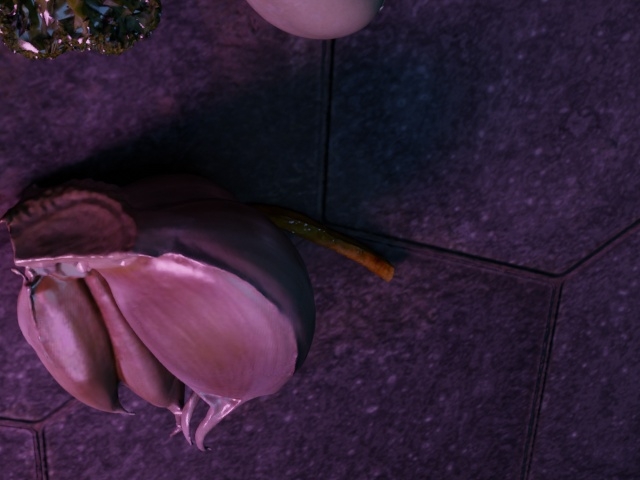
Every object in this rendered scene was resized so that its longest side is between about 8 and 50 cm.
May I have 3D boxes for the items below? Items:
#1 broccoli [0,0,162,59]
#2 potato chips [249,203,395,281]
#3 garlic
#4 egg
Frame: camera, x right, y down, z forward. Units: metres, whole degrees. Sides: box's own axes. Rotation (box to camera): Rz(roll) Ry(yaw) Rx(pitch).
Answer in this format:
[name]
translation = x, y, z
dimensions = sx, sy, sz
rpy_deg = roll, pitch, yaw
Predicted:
[broccoli]
translation = -0.190, -0.213, 1.266
dimensions = 0.145, 0.138, 0.162
rpy_deg = -11, 93, -16
[potato chips]
translation = 0.000, 0.000, 1.632
dimensions = 0.204, 0.026, 0.037
rpy_deg = 19, 119, -41
[garlic]
translation = -0.132, 0.058, 1.482
dimensions = 0.237, 0.210, 0.292
rpy_deg = -42, 128, 0
[egg]
translation = -0.008, -0.220, 1.367
dimensions = 0.114, 0.114, 0.152
rpy_deg = -46, 131, 13
